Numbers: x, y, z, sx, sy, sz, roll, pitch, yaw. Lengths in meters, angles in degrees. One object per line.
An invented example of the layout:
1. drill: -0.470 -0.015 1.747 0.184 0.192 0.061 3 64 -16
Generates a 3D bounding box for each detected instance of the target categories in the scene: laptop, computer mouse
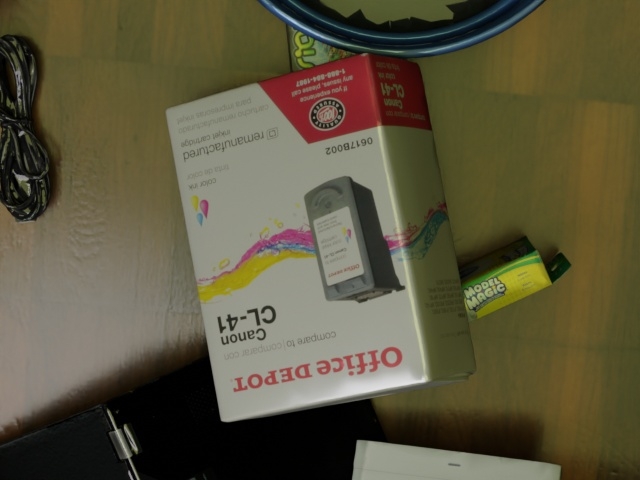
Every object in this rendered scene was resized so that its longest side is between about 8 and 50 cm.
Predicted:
1. laptop: -0.129 0.325 1.751 0.408 0.236 0.382 -24 92 -25
2. computer mouse: -0.411 -0.097 1.705 0.272 0.072 0.188 -8 95 -10

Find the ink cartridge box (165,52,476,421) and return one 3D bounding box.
1. ink cartridge box: 0.000 0.000 1.599 0.226 0.131 0.306 -13 83 24

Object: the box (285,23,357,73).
1. box: 0.023 -0.202 1.690 0.114 0.036 0.207 -6 97 3

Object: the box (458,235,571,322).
1. box: 0.157 0.047 1.682 0.179 0.105 0.043 -24 97 4

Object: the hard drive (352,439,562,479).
1. hard drive: 0.114 0.357 1.645 0.203 0.040 0.307 6 76 13

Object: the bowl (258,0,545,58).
1. bowl: 0.075 -0.363 1.622 0.391 0.077 0.391 0 87 -1
